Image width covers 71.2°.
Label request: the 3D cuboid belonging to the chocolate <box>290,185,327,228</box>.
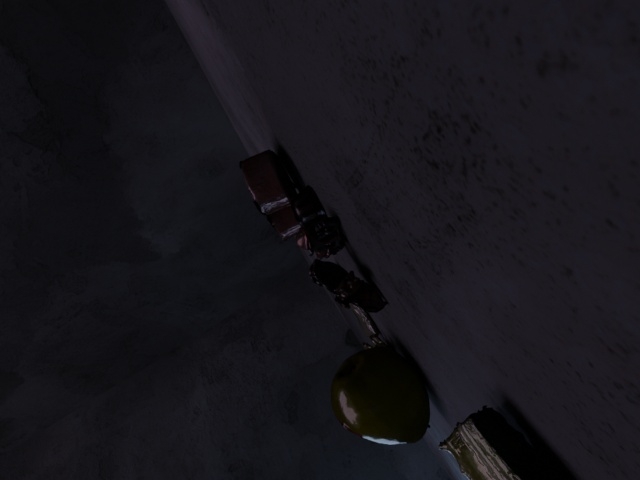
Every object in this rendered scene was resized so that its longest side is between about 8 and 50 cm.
[{"bbox_3d":[-0.044,-0.092,1.283,0.125,0.080,0.148,53,174,39],"label":"chocolate"}]

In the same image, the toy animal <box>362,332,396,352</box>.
[{"bbox_3d":[0.213,0.401,1.655,0.099,0.057,0.241,41,164,9],"label":"toy animal"}]

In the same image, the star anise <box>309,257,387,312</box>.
[{"bbox_3d":[0.061,0.126,1.197,0.214,0.098,0.220,29,175,-14],"label":"star anise"}]

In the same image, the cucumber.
[{"bbox_3d":[0.312,0.379,0.608,0.325,0.105,0.145,54,146,38],"label":"cucumber"}]

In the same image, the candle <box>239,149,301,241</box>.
[{"bbox_3d":[-0.134,-0.170,1.438,0.316,0.132,0.287,61,-173,-46],"label":"candle"}]

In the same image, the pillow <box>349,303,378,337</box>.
[{"bbox_3d":[0.155,0.285,1.765,0.229,0.050,0.148,56,165,7],"label":"pillow"}]

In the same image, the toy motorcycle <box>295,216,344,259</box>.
[{"bbox_3d":[0.000,0.000,1.188,0.212,0.118,0.084,70,177,-67],"label":"toy motorcycle"}]

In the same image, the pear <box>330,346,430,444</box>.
[{"bbox_3d":[0.202,0.489,1.377,0.375,0.287,0.287,38,-179,-16],"label":"pear"}]

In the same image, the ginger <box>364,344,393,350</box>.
[{"bbox_3d":[0.236,0.430,1.537,0.177,0.053,0.193,15,129,34],"label":"ginger"}]
